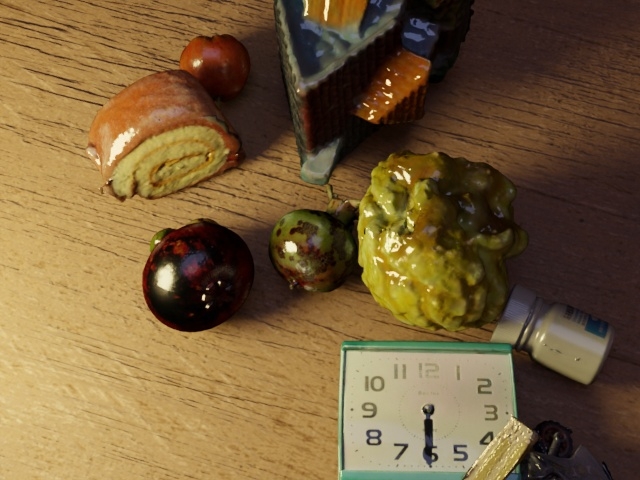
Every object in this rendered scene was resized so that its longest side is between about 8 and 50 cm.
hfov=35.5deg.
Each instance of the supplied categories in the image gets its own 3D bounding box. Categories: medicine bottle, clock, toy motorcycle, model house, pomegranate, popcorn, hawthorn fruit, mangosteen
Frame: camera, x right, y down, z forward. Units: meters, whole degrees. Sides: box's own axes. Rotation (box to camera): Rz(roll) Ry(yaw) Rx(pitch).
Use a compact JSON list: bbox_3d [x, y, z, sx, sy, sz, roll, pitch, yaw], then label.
[{"bbox_3d":[0.357,0.144,1.535,0.168,0.105,0.105,23,70,11],"label":"medicine bottle"},{"bbox_3d":[0.157,0.271,1.492,0.263,0.116,0.231,1,63,1],"label":"clock"},{"bbox_3d":[0.367,0.365,1.443,0.123,0.080,0.215,-25,74,-36],"label":"toy motorcycle"},{"bbox_3d":[0.052,-0.275,1.581,0.298,0.360,0.339,19,71,7],"label":"model house"},{"bbox_3d":[0.002,0.007,1.592,0.169,0.148,0.148,-33,70,-29],"label":"pomegranate"},{"bbox_3d":[0.182,0.009,1.513,0.282,0.247,0.282,4,61,-7],"label":"popcorn"},{"bbox_3d":[-0.179,-0.295,1.719,0.125,0.125,0.140,-13,56,-3],"label":"hawthorn fruit"},{"bbox_3d":[-0.201,0.047,1.568,0.200,0.200,0.199,-1,68,1],"label":"mangosteen"}]

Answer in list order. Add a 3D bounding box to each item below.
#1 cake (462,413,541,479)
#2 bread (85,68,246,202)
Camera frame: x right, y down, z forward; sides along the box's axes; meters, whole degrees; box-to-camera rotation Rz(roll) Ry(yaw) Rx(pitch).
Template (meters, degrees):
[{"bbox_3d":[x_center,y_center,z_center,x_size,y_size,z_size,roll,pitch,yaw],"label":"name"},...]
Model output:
[{"bbox_3d":[0.252,0.305,1.394,0.052,0.065,0.121,38,92,19],"label":"cake"},{"bbox_3d":[-0.265,-0.167,1.642,0.244,0.190,0.123,-25,56,-5],"label":"bread"}]
